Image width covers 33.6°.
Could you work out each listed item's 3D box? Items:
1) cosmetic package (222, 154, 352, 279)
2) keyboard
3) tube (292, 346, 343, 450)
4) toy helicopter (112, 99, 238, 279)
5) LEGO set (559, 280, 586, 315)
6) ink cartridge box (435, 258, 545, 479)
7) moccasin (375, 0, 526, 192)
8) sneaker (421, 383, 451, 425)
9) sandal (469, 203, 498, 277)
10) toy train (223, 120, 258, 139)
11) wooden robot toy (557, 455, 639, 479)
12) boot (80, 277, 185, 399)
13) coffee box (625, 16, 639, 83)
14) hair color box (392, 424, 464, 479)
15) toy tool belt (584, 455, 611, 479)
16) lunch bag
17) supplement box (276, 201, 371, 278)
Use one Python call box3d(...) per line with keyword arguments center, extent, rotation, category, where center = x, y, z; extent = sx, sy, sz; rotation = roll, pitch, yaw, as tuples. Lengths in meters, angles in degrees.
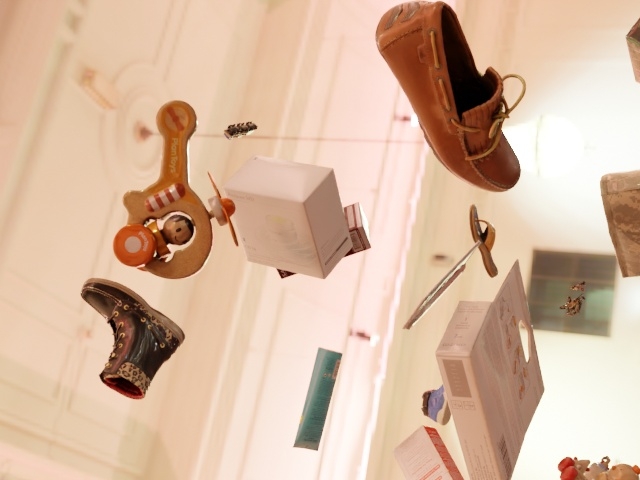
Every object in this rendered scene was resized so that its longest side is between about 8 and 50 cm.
box3d(center=(-0.072, -0.055, 2.396), extent=(0.138, 0.224, 0.225), rotation=(-49, -43, -38), category="cosmetic package")
box3d(center=(0.201, 0.070, 1.735), extent=(0.256, 0.014, 0.072), rotation=(-38, -23, -55), category="keyboard")
box3d(center=(-0.004, 0.320, 2.132), extent=(0.080, 0.052, 0.207), rotation=(19, -97, -43), category="tube")
box3d(center=(-0.270, -0.100, 2.076), extent=(0.140, 0.234, 0.355), rotation=(55, -144, -81), category="toy helicopter")
box3d(center=(0.451, 0.108, 1.863), extent=(0.023, 0.054, 0.083), rotation=(46, -117, -14), category="LEGO set")
box3d(center=(0.289, 0.221, 1.759), extent=(0.261, 0.066, 0.296), rotation=(-54, -45, -47), category="ink cartridge box")
box3d(center=(0.232, -0.221, 1.657), extent=(0.380, 0.147, 0.139), rotation=(58, -135, -32), category="moccasin")
box3d(center=(0.298, 0.378, 2.648), extent=(0.058, 0.084, 0.152), rotation=(5, -78, -52), category="sneaker")
box3d(center=(0.359, -0.003, 2.281), extent=(0.072, 0.049, 0.180), rotation=(-70, -39, -63), category="sandal")
box3d(center=(-0.197, -0.267, 2.578), extent=(0.036, 0.027, 0.158), rotation=(-46, -7, 21), category="toy train")
box3d(center=(0.315, 0.268, 1.165), extent=(0.076, 0.079, 0.173), rotation=(54, -168, -8), category="wooden robot toy")
box3d(center=(-0.404, 0.194, 2.117), extent=(0.085, 0.236, 0.179), rotation=(-48, 10, 46), category="boot")
box3d(center=(0.680, -0.403, 2.164), extent=(0.113, 0.040, 0.184), rotation=(-52, -31, -6), category="coffee box")
box3d(center=(0.222, 0.463, 2.103), extent=(0.053, 0.093, 0.167), rotation=(22, -149, -46), category="hair color box")
box3d(center=(0.405, 0.344, 1.511), extent=(0.083, 0.051, 0.052), rotation=(-4, -49, -55), category="toy tool belt")
box3d(center=(0.671, -0.060, 2.030), extent=(0.287, 0.235, 0.169), rotation=(53, -143, -54), category="lunch bag")
box3d(center=(0.000, 0.000, 2.629), extent=(0.130, 0.239, 0.073), rotation=(-93, -18, -60), category="supplement box")
